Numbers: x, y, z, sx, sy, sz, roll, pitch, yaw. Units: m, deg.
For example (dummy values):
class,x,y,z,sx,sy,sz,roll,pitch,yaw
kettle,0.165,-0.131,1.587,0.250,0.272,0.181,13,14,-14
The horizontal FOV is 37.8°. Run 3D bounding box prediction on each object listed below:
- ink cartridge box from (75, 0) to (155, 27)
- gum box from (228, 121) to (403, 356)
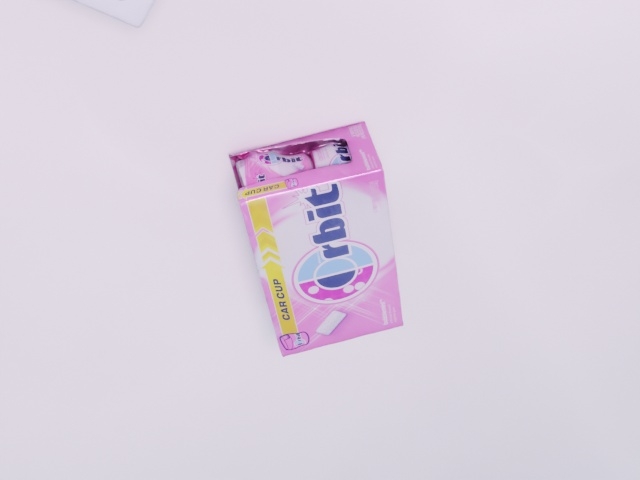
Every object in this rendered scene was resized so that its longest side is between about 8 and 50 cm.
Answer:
class,x,y,z,sx,sy,sz,roll,pitch,yaw
ink cartridge box,-0.147,-0.246,0.481,0.223,0.045,0.224,18,125,-28
gum box,0.000,0.000,0.738,0.107,0.062,0.188,-14,134,-3
